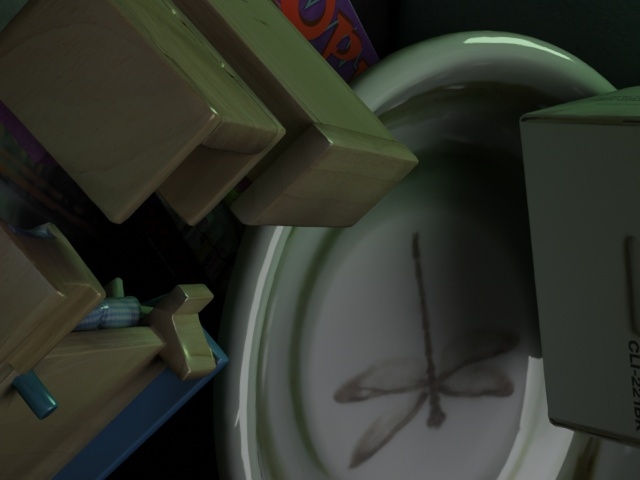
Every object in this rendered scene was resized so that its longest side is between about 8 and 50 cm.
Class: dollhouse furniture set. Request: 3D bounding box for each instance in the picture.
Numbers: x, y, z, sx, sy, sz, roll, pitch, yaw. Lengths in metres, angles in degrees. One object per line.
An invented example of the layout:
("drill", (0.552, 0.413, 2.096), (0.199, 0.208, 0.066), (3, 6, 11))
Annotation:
("dollhouse furniture set", (-0.157, -0.006, 0.629), (0.303, 0.198, 0.286), (-45, 168, 12))

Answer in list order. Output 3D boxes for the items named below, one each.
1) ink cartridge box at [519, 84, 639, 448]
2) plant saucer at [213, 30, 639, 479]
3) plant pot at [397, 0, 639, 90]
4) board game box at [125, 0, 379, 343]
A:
("ink cartridge box", (0.259, -0.005, 0.940), (0.273, 0.114, 0.197), (-16, 105, -38))
("plant saucer", (0.076, 0.074, 0.932), (0.401, 0.101, 0.400), (-4, 96, -40))
("plant pot", (0.200, -0.149, 1.122), (0.247, 0.248, 0.252), (2, 116, -57))
("board game box", (0.000, 0.000, 0.972), (0.208, 0.056, 0.346), (-58, 132, -35))
